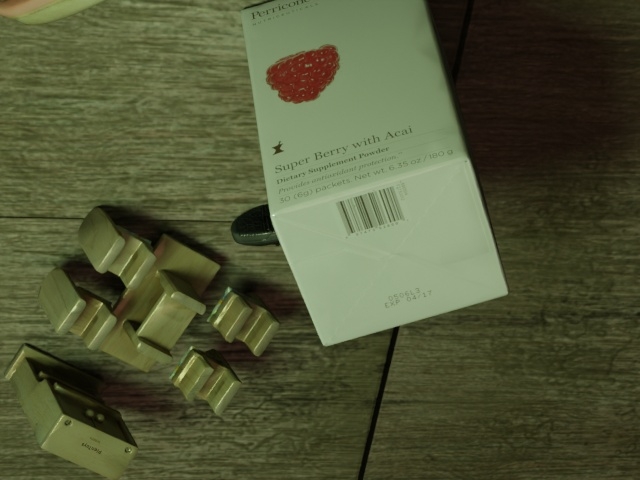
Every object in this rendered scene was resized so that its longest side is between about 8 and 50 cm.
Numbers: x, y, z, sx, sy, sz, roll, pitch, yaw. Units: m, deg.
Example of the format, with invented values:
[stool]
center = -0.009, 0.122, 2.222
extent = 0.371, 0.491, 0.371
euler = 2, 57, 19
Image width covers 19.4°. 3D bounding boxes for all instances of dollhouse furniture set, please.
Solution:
[dollhouse furniture set]
center = -0.207, 0.099, 1.949
extent = 0.212, 0.161, 0.242
euler = 30, 99, -31

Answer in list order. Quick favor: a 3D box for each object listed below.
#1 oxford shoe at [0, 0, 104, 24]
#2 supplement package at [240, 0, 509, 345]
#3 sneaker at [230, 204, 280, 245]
[oxford shoe]
center = -0.097, -0.265, 1.608
extent = 0.397, 0.140, 0.146
euler = -22, 139, 13
[supplement package]
center = 0.044, -0.085, 1.684
extent = 0.177, 0.293, 0.175
euler = -17, 133, 6
[sneaker]
center = -0.001, -0.002, 1.917
extent = 0.170, 0.051, 0.089
euler = -15, 128, 0
